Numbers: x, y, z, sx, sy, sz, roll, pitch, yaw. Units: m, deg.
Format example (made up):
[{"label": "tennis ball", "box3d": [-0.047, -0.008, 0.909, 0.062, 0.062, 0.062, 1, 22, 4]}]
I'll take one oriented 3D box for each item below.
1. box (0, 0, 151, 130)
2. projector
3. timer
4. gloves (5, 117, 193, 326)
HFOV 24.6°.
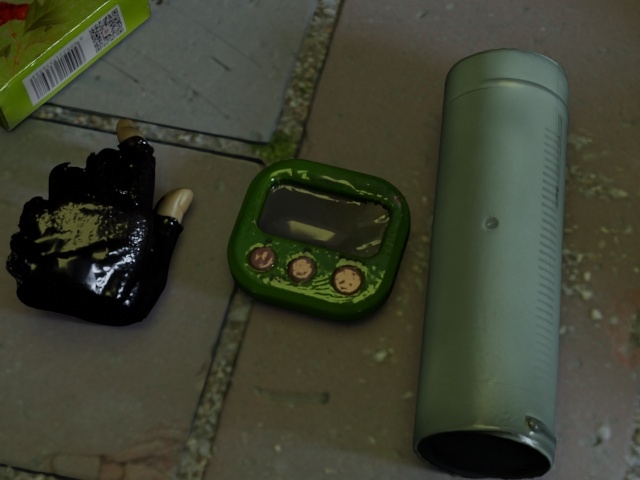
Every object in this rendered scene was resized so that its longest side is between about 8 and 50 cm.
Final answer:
[{"label": "box", "box3d": [-0.306, -0.240, 1.339, 0.260, 0.062, 0.175, 39, 71, 22]}, {"label": "projector", "box3d": [0.139, 0.013, 1.154, 0.108, 0.108, 0.338, 5, 63, 6]}, {"label": "timer", "box3d": [0.000, 0.000, 1.202, 0.140, 0.047, 0.128, 14, 65, 10]}, {"label": "gloves", "box3d": [-0.177, -0.029, 1.194, 0.129, 0.106, 0.181, 3, 66, 7]}]
